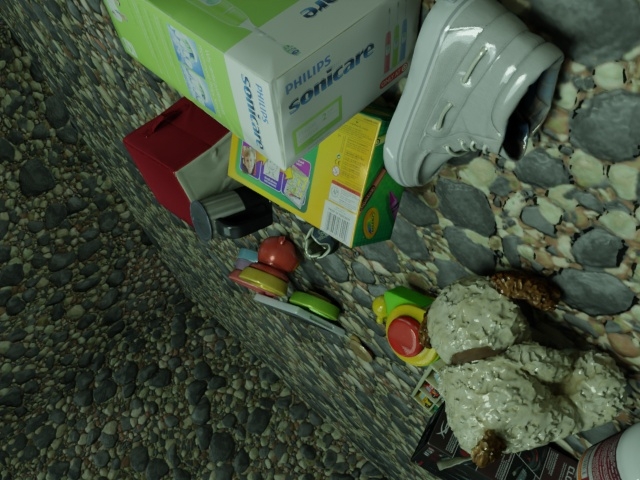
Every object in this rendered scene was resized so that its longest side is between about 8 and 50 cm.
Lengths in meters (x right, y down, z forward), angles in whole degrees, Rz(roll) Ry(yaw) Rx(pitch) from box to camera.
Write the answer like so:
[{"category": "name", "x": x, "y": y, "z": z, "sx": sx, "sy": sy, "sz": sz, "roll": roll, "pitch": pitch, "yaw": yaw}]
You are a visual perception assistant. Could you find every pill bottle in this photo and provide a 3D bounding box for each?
[{"category": "pill bottle", "x": 0.420, "y": 0.294, "z": 0.695, "sx": 0.121, "sy": 0.121, "sz": 0.221, "roll": 39, "pitch": 158, "yaw": 22}]

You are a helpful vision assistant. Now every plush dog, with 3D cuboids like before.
[{"category": "plush dog", "x": 0.218, "y": 0.157, "z": 0.726, "sx": 0.262, "sy": 0.211, "sz": 0.225, "roll": -32, "pitch": 67, "yaw": 41}]

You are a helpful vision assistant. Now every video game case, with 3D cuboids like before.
[{"category": "video game case", "x": -0.057, "y": 0.201, "z": 1.502, "sx": 0.183, "sy": 0.023, "sz": 0.201, "roll": 32, "pitch": 166, "yaw": -37}]

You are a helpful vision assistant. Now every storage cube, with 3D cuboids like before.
[{"category": "storage cube", "x": -0.245, "y": -0.155, "z": 1.134, "sx": 0.193, "sy": 0.184, "sz": 0.214, "roll": 30, "pitch": 153, "yaw": 37}]

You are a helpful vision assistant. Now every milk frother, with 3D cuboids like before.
[{"category": "milk frother", "x": -0.161, "y": -0.081, "z": 1.022, "sx": 0.129, "sy": 0.135, "sz": 0.143, "roll": 11, "pitch": 118, "yaw": 54}]

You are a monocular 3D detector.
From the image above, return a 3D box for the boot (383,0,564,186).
[{"category": "boot", "x": 0.144, "y": -0.110, "z": 0.554, "sx": 0.123, "sy": 0.095, "sz": 0.258, "roll": 47, "pitch": 160, "yaw": 22}]

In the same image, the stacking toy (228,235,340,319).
[{"category": "stacking toy", "x": -0.080, "y": 0.090, "z": 1.428, "sx": 0.280, "sy": 0.130, "sz": 0.309, "roll": 26, "pitch": 169, "yaw": -18}]

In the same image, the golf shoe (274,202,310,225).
[{"category": "golf shoe", "x": -0.040, "y": -0.089, "z": 0.993, "sx": 0.198, "sy": 0.077, "sz": 0.093, "roll": 20, "pitch": 145, "yaw": 51}]

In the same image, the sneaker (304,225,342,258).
[{"category": "sneaker", "x": 0.000, "y": 0.000, "z": 1.057, "sx": 0.064, "sy": 0.086, "sz": 0.192, "roll": 46, "pitch": 160, "yaw": 6}]

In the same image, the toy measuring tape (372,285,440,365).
[{"category": "toy measuring tape", "x": 0.215, "y": 0.172, "z": 0.901, "sx": 0.330, "sy": 0.121, "sz": 0.121, "roll": 22, "pitch": 148, "yaw": 40}]

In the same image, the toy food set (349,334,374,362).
[{"category": "toy food set", "x": 0.108, "y": 0.288, "z": 1.455, "sx": 0.083, "sy": 0.020, "sz": 0.082, "roll": 36, "pitch": 157, "yaw": 27}]

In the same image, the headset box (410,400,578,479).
[{"category": "headset box", "x": 0.339, "y": 0.433, "z": 1.051, "sx": 0.293, "sy": 0.110, "sz": 0.218, "roll": 27, "pitch": 154, "yaw": 13}]

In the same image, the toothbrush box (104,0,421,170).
[{"category": "toothbrush box", "x": -0.067, "y": -0.239, "z": 0.590, "sx": 0.283, "sy": 0.206, "sz": 0.122, "roll": 37, "pitch": 157, "yaw": 25}]

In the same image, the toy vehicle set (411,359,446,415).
[{"category": "toy vehicle set", "x": 0.286, "y": 0.348, "z": 1.184, "sx": 0.166, "sy": 0.035, "sz": 0.266, "roll": 40, "pitch": 158, "yaw": 20}]

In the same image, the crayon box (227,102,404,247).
[{"category": "crayon box", "x": -0.011, "y": -0.124, "z": 0.759, "sx": 0.279, "sy": 0.081, "sz": 0.165, "roll": 32, "pitch": 121, "yaw": 38}]
